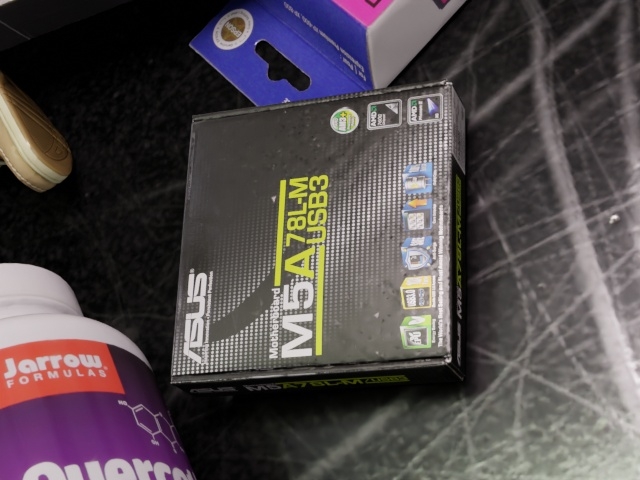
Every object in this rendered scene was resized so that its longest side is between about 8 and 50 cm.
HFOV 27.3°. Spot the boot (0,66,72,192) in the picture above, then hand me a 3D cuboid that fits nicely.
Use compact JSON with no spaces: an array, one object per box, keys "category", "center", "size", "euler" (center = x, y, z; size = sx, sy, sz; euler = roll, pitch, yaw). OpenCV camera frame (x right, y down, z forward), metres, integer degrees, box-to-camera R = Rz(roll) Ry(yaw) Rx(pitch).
[{"category":"boot","center":[-0.294,-0.060,1.026],"size":[0.165,0.077,0.213],"euler":[-44,48,-1]}]

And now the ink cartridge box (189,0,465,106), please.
[{"category":"ink cartridge box","center":[0.062,-0.247,0.931],"size":[0.371,0.069,0.176],"euler":[-49,53,4]}]

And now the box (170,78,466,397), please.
[{"category":"box","center":[0.000,0.000,0.838],"size":[0.184,0.045,0.190],"euler":[-4,68,18]}]

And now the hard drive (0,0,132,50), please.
[{"category":"hard drive","center":[-0.155,-0.292,0.968],"size":[0.339,0.064,0.237],"euler":[-15,71,20]}]

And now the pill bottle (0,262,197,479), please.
[{"category":"pill bottle","center":[-0.158,0.171,0.774],"size":[0.181,0.181,0.323],"euler":[-36,55,10]}]
